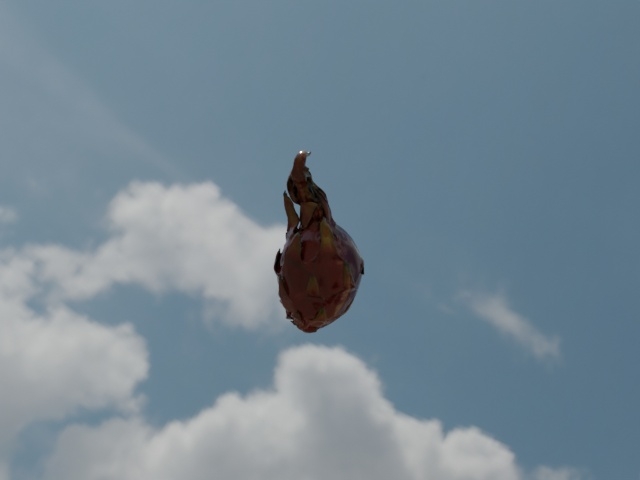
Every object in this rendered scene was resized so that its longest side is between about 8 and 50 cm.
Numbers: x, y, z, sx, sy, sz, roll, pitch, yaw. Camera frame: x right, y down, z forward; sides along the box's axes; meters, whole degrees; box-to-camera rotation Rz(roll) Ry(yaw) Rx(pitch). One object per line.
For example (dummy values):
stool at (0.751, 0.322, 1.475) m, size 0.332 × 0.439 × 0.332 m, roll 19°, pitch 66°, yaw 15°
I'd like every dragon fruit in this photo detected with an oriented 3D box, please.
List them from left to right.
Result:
dragon fruit at (0.000, 0.000, 1.532) m, size 0.094 × 0.094 × 0.190 m, roll 6°, pitch -74°, yaw 24°
